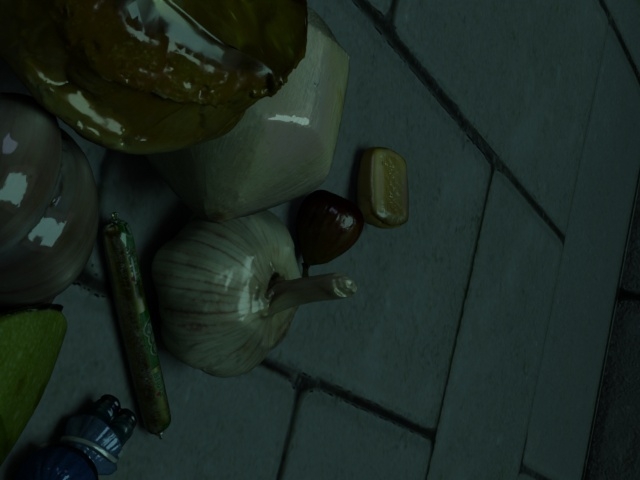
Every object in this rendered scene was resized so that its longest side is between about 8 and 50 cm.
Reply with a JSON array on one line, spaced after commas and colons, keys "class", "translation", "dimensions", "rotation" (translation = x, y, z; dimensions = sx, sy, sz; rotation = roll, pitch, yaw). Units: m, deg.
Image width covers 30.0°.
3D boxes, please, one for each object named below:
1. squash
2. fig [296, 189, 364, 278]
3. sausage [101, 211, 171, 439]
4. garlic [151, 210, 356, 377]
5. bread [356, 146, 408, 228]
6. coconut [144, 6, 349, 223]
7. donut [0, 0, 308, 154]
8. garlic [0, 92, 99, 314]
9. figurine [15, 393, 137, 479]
[{"class": "squash", "translation": [-0.258, 0.137, 0.951], "dimensions": [0.184, 0.085, 0.192], "rotation": [-23, 158, -51]}, {"class": "fig", "translation": [0.000, 0.000, 1.519], "dimensions": [0.089, 0.089, 0.125], "rotation": [10, 108, -61]}, {"class": "sausage", "translation": [-0.188, 0.093, 1.229], "dimensions": [0.033, 0.032, 0.269], "rotation": [-42, 132, -50]}, {"class": "garlic", "translation": [-0.052, 0.052, 1.273], "dimensions": [0.199, 0.226, 0.199], "rotation": [-5, 95, -58]}, {"class": "bread", "translation": [0.081, -0.071, 1.660], "dimensions": [0.082, 0.056, 0.115], "rotation": [8, 74, -42]}, {"class": "coconut", "translation": [-0.083, -0.126, 1.200], "dimensions": [0.224, 0.224, 0.234], "rotation": [30, 69, -59]}, {"class": "donut", "translation": [-0.152, -0.227, 0.965], "dimensions": [0.330, 0.160, 0.330], "rotation": [21, 55, -34]}, {"class": "garlic", "translation": [-0.253, -0.016, 0.957], "dimensions": [0.191, 0.160, 0.214], "rotation": [-61, 142, -26]}, {"class": "figurine", "translation": [-0.229, 0.214, 1.144], "dimensions": [0.086, 0.087, 0.149], "rotation": [47, 44, -8]}]
